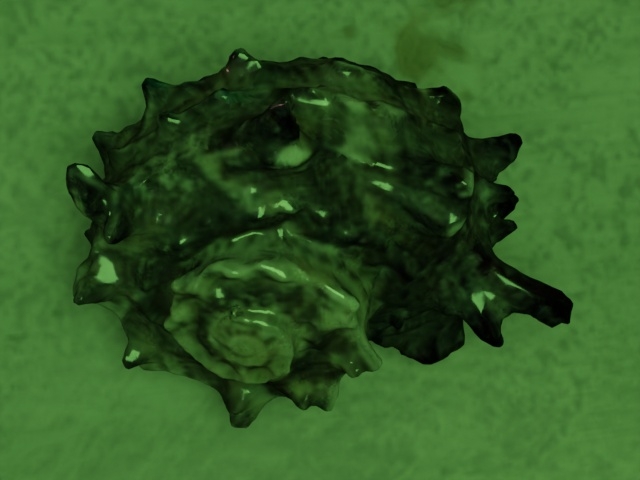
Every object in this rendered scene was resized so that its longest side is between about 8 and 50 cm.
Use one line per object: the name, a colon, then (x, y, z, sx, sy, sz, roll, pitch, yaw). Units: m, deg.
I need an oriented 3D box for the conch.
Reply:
conch: (-0.005, 0.005, 1.043, 0.313, 0.186, 0.240, -1, 116, -26)
